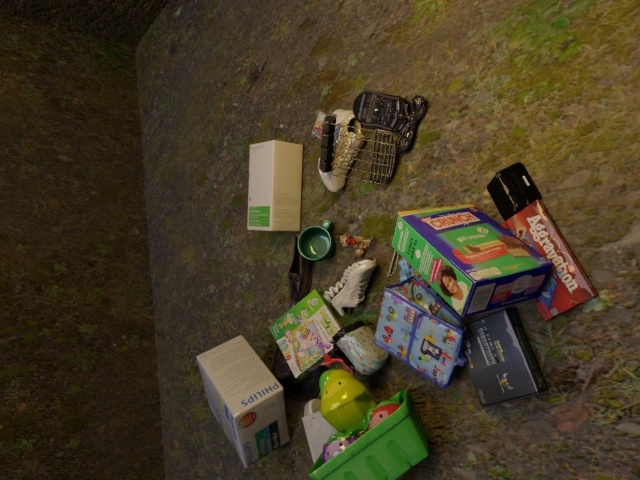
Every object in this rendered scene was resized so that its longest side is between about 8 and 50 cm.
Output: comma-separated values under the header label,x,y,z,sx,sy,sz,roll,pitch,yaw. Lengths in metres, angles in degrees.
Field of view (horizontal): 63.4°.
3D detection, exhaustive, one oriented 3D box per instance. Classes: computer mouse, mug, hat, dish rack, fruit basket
label,x,y,z,sx,sy,sz,roll,pitch,yaw
computer mouse,0.228,-0.422,1.748,0.272,0.072,0.188,31,114,35
mug,0.000,0.010,1.972,0.158,0.097,0.129,-27,75,9
hat,-0.118,0.497,2.082,0.331,0.134,0.331,-1,89,49
dish rack,0.124,-0.303,1.763,0.271,0.074,0.208,14,123,15
fruit basket,0.112,0.569,1.621,0.392,0.283,0.392,-1,86,11

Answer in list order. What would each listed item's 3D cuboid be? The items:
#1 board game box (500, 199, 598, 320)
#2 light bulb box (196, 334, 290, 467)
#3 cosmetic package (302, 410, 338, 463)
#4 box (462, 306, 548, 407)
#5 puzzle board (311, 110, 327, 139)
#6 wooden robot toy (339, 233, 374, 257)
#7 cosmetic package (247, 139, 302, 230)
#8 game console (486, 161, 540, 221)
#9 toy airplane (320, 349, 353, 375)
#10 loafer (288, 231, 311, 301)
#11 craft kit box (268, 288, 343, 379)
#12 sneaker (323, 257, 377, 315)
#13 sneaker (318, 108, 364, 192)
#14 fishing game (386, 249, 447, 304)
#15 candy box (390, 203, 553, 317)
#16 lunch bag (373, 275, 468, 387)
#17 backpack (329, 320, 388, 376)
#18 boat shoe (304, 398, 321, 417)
label,x,y,z,sx,sy,sz,roll,pitch,yaw
board game box,0.577,0.050,1.344,0.145,0.027,0.281,-43,58,40
light bulb box,-0.318,0.661,2.153,0.361,0.225,0.358,40,144,43
cosmetic package,0.073,0.705,1.845,0.224,0.138,0.224,-37,61,41
box,0.486,0.321,1.419,0.183,0.059,0.233,-35,63,43
puzzle board,0.015,-0.444,2.040,0.128,0.011,0.096,42,120,42
wooden robot toy,0.125,0.024,1.855,0.173,0.076,0.079,8,106,50
cosmetic package,-0.191,-0.222,2.170,0.197,0.155,0.365,1,91,51
game console,0.527,-0.133,1.421,0.107,0.071,0.122,-27,66,14
toy airplane,0.072,0.435,1.876,0.028,0.151,0.151,-85,20,-59
loafer,-0.092,0.105,2.087,0.109,0.095,0.302,29,111,47
craft kit box,-0.045,0.356,1.976,0.246,0.061,0.250,-39,55,5
sneaker,0.124,0.163,1.833,0.118,0.110,0.292,60,139,22
sneaker,0.080,-0.324,1.878,0.152,0.114,0.305,17,102,50
fishing game,0.314,0.097,1.648,0.264,0.041,0.189,37,119,44
candy box,0.382,0.036,1.354,0.317,0.268,0.122,48,138,46
lunch bag,0.318,0.282,1.546,0.293,0.138,0.221,36,130,40
backpack,0.142,0.370,1.769,0.182,0.152,0.115,53,137,22
boat shoe,-0.015,0.731,2.004,0.081,0.079,0.227,-38,56,53
